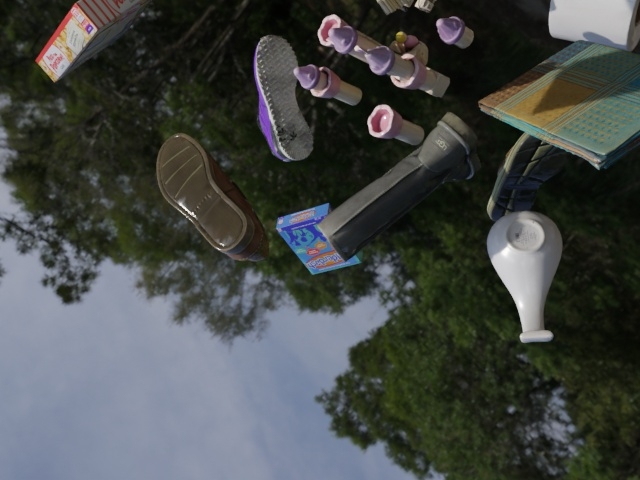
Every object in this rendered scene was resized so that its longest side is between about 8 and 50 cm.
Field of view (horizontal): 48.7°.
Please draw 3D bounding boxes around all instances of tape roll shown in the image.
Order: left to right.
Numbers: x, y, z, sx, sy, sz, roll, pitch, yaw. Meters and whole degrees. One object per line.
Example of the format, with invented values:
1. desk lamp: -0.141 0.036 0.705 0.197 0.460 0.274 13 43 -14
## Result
1. tape roll: 0.611 -0.538 1.502 0.169 0.246 0.246 22 -173 26

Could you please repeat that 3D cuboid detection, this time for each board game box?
1. board game box: -0.314 -0.314 1.014 0.045 0.194 0.146 51 -125 -16
2. board game box: 0.000 0.000 1.944 0.210 0.160 0.047 52 -147 -39

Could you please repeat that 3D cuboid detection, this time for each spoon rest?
1. spoon rest: 0.381 0.065 1.302 0.084 0.137 0.276 66 -156 -57

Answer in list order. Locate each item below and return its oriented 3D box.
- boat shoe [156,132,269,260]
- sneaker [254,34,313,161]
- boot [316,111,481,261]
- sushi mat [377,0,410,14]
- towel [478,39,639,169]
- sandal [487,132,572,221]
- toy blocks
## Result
1. boat shoe: -0.198 -0.071 1.281 0.307 0.111 0.104 55 -169 33
2. sneaker: -0.110 -0.323 1.654 0.146 0.102 0.293 -2 100 67
3. boot: 0.098 -0.053 0.868 0.076 0.208 0.190 44 -177 20
4. sushi mat: 0.069 -0.522 1.150 0.316 0.151 0.019 54 153 -3
5. towel: 0.493 -0.261 1.285 0.040 0.272 0.370 63 173 -31
6. sandal: 0.422 -0.155 1.472 0.120 0.302 0.086 6 -127 -13
7. toy blocks: 0.102 -0.396 1.419 0.260 0.308 0.288 12 -158 -44
